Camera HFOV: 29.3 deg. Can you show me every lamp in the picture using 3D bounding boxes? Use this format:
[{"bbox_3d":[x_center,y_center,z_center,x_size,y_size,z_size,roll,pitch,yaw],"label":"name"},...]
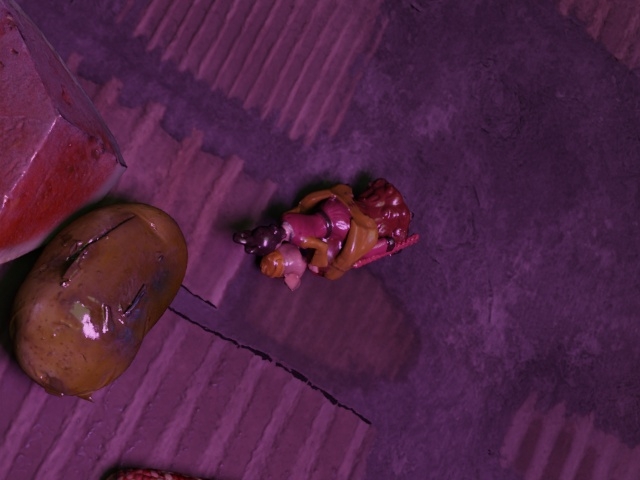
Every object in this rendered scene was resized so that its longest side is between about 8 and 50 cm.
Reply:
[{"bbox_3d":[0.000,0.000,1.571,0.253,0.118,0.118,-22,96,-30],"label":"lamp"}]

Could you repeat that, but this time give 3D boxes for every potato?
[{"bbox_3d":[-0.250,0.060,1.403,0.248,0.143,0.169,-51,143,-30],"label":"potato"}]

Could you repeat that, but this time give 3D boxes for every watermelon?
[{"bbox_3d":[-0.344,-0.105,1.363,0.256,0.176,0.260,39,92,-23],"label":"watermelon"}]

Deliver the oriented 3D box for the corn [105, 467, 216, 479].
[{"bbox_3d":[-0.129,0.338,1.475,0.290,0.098,0.098,18,77,-28],"label":"corn"}]
